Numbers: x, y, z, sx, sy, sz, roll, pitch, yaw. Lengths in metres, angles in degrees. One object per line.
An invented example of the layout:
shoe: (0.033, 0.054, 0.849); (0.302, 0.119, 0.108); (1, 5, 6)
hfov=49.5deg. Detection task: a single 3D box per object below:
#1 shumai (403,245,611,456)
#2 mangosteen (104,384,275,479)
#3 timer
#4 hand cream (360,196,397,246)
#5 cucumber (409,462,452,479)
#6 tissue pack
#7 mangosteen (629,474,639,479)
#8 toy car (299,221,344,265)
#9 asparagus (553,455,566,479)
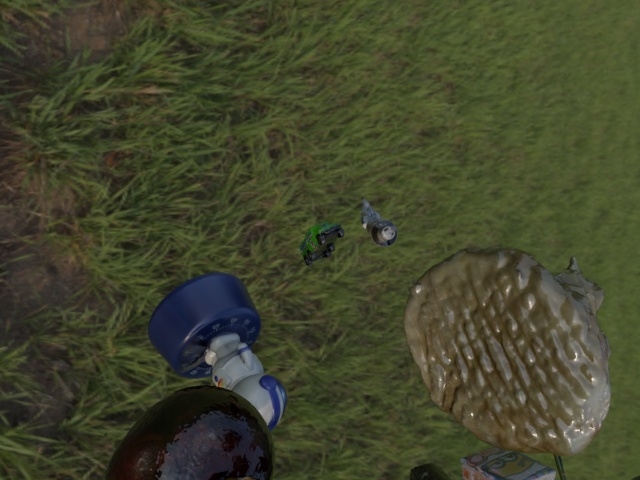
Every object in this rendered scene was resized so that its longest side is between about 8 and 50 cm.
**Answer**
shumai: (0.308, 0.156, 1.014); (0.262, 0.314, 0.267); (4, 131, -50)
mangosteen: (-0.205, 0.402, 1.183); (0.297, 0.293, 0.297); (-54, 173, -10)
timer: (-0.211, 0.292, 1.641); (0.270, 0.383, 0.270); (-27, 145, -20)
hand cream: (0.117, -0.030, 1.396); (0.084, 0.050, 0.257); (44, 7, -11)
cucumber: (0.234, 0.490, 1.318); (0.241, 0.074, 0.074); (-165, -108, -81)
tissue pack: (0.369, 0.466, 1.372); (0.116, 0.155, 0.065); (-8, 100, -25)
mangosteen: (0.520, 0.471, 0.972); (0.233, 0.288, 0.287); (5, 85, -48)
toy car: (0.000, 0.000, 1.691); (0.071, 0.165, 0.062); (-22, 72, -26)
asparagus: (0.517, 0.498, 1.490); (0.018, 0.015, 0.127); (30, 41, -37)
